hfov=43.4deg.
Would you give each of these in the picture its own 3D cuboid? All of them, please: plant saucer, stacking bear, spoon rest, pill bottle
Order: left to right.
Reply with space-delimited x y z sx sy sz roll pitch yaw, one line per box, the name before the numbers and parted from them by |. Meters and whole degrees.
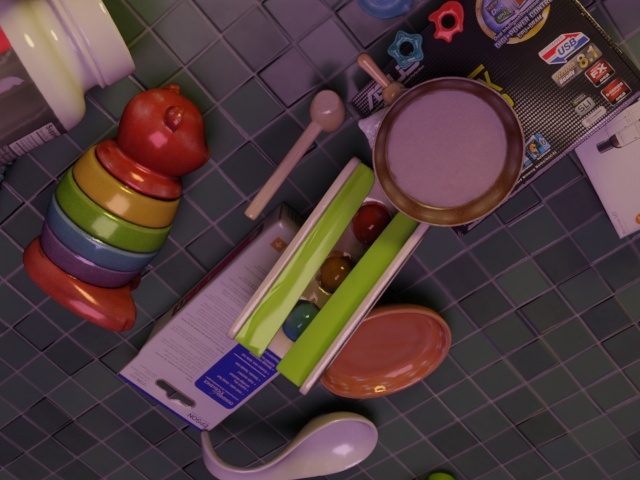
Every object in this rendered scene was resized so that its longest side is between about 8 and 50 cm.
pill bottle | -0.379 -0.174 0.904 0.318 0.176 0.176 -31 117 -9
stacking bear | -0.243 -0.060 1.025 0.164 0.175 0.289 28 109 -21
spoon rest | -0.044 0.327 1.245 0.276 0.084 0.137 -5 131 -9
plant saucer | 0.089 0.154 1.158 0.199 0.037 0.200 -10 136 -10
plant saucer | 0.142 -0.099 0.901 0.168 0.029 0.169 1 107 2

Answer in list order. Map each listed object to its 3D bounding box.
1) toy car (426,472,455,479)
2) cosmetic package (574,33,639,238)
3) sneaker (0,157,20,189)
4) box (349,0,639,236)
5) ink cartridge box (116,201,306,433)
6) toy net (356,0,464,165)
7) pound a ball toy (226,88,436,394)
toy car | 0.161 0.502 1.333 0.188 0.155 0.149 -30 115 33
cosmetic package | 0.364 -0.123 0.998 0.098 0.060 0.239 -28 114 19
sneaker | -0.425 -0.101 1.048 0.098 0.083 0.224 12 120 -9
box | 0.201 -0.169 0.934 0.270 0.060 0.216 -40 86 23
ink cartridge box | -0.114 0.124 1.169 0.175 0.069 0.371 40 112 -19
toy net | 0.100 -0.203 0.914 0.122 0.045 0.232 0 104 8
pound a ball toy | 0.000 0.000 1.015 0.208 0.136 0.319 36 94 7
